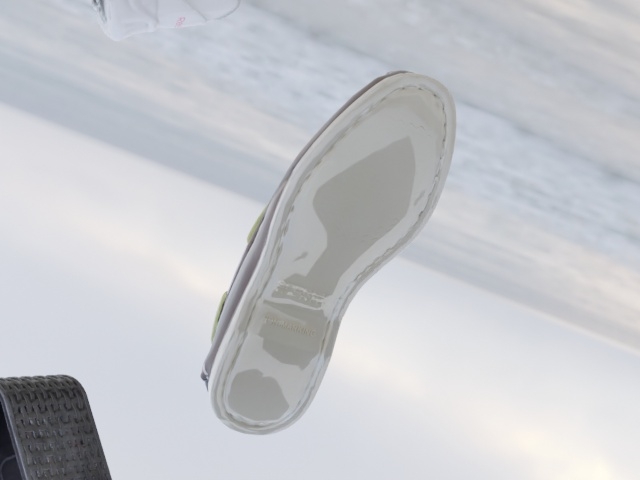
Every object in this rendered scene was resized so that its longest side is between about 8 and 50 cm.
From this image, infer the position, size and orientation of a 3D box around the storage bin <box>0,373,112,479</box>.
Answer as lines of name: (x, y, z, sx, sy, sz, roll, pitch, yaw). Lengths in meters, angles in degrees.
storage bin: (-0.200, 0.186, 0.979, 0.122, 0.180, 0.084, -26, 164, 26)

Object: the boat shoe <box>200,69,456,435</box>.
boat shoe: (0.000, 0.000, 1.218, 0.116, 0.324, 0.097, 21, -161, -18)

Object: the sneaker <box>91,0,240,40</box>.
sneaker: (-0.097, -0.245, 0.993, 0.115, 0.232, 0.090, -3, -179, -19)
